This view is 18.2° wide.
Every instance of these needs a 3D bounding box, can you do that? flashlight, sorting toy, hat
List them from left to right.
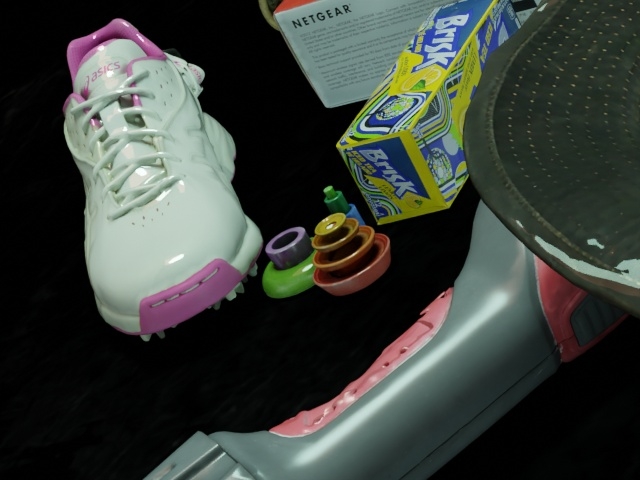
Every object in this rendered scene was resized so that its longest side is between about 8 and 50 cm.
[{"bbox_3d":[0.000,0.000,1.141,0.102,0.042,0.061,-1,36,51],"label":"sorting toy"},{"bbox_3d":[0.040,0.056,0.904,0.304,0.103,0.103,-37,-3,-14],"label":"flashlight"},{"bbox_3d":[0.232,-0.031,0.800,0.331,0.134,0.331,-14,42,12],"label":"hat"}]

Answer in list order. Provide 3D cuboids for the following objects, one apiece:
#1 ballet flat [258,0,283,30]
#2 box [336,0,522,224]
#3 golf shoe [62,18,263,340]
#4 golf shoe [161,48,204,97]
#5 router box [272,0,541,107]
[{"bbox_3d":[0.003,-0.282,1.465,0.116,0.342,0.124,13,50,-4],"label":"ballet flat"},{"bbox_3d":[0.074,-0.084,1.204,0.054,0.059,0.169,-12,29,34],"label":"box"},{"bbox_3d":[-0.116,-0.043,1.254,0.115,0.140,0.306,-28,24,2],"label":"golf shoe"},{"bbox_3d":[-0.127,-0.112,1.503,0.086,0.067,0.186,-30,22,-4],"label":"golf shoe"},{"bbox_3d":[0.174,-0.233,1.366,0.335,0.082,0.301,-12,28,37],"label":"router box"}]
